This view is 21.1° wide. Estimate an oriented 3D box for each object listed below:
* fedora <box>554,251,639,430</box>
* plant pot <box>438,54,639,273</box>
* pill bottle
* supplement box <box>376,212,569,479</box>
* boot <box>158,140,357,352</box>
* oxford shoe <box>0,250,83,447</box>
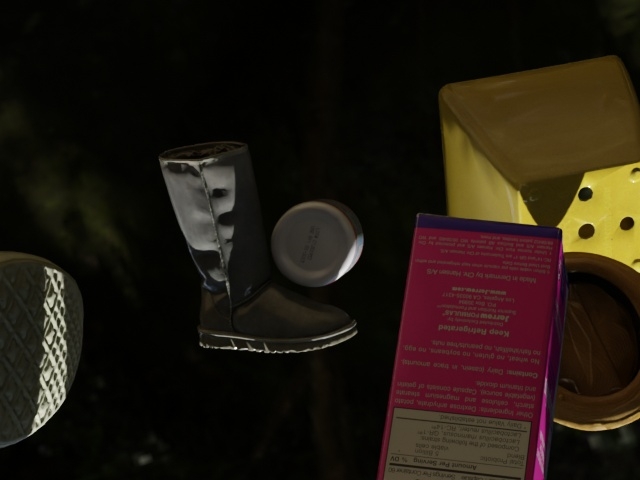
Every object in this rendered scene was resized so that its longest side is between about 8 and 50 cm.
[{"bbox_3d":[0.264,0.108,1.739,0.194,0.194,0.079,-18,156,-9],"label":"fedora"},{"bbox_3d":[0.260,-0.053,1.865,0.212,0.212,0.187,-11,-150,-7],"label":"plant pot"},{"bbox_3d":[0.000,0.000,1.798,0.087,0.087,0.160,-19,-179,6],"label":"pill bottle"},{"bbox_3d":[0.112,0.106,1.246,0.114,0.220,0.111,6,160,13],"label":"supplement box"},{"bbox_3d":[-0.062,0.005,1.714,0.189,0.208,0.076,-1,-169,20],"label":"boot"},{"bbox_3d":[-0.325,0.095,1.348,0.130,0.169,0.449,6,-171,22],"label":"oxford shoe"}]
